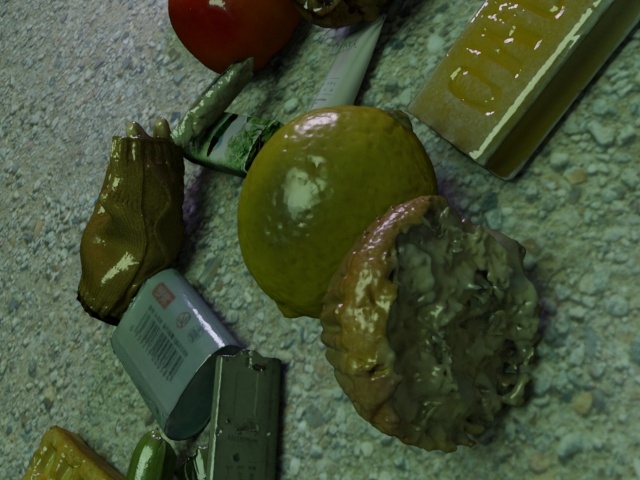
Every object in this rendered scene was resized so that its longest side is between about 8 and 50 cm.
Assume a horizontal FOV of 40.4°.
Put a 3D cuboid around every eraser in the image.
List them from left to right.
[{"bbox_3d":[-0.222,0.168,1.323,0.174,0.081,0.227,-58,44,9],"label":"eraser"}]

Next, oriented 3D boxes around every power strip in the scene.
[{"bbox_3d":[-0.103,0.277,1.157,0.092,0.034,0.267,3,64,-2],"label":"power strip"}]

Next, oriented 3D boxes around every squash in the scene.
[{"bbox_3d":[-0.253,0.385,1.235,0.069,0.069,0.238,6,83,44],"label":"squash"}]

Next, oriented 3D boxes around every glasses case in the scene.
[{"bbox_3d":[-0.142,-0.155,1.390,0.272,0.062,0.095,19,83,58],"label":"glasses case"}]

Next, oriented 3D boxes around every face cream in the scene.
[{"bbox_3d":[0.030,-0.229,1.311,0.092,0.058,0.243,1,66,58],"label":"face cream"}]

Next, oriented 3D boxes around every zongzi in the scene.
[{"bbox_3d":[-0.161,0.350,1.203,0.119,0.055,0.109,-48,56,44],"label":"zongzi"}]

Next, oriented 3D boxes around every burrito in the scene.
[{"bbox_3d":[-0.170,-0.224,1.398,0.188,0.045,0.058,-50,5,-3],"label":"burrito"}]

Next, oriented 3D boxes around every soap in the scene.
[{"bbox_3d":[0.249,-0.226,1.080,0.274,0.089,0.173,-54,45,9],"label":"soap"}]

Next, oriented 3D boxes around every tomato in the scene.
[{"bbox_3d":[-0.144,-0.405,1.474,0.260,0.180,0.259,-23,52,33],"label":"tomato"}]

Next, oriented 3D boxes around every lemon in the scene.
[{"bbox_3d":[0.022,-0.034,1.077,0.267,0.267,0.267,-21,56,35],"label":"lemon"}]

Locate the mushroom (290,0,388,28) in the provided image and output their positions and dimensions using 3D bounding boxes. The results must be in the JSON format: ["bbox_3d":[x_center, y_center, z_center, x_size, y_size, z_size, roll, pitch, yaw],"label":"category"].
[{"bbox_3d":[0.047,-0.446,1.302,0.263,0.195,0.283,-34,45,34],"label":"mushroom"}]

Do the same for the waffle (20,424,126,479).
[{"bbox_3d":[-0.384,0.417,1.362,0.274,0.057,0.167,20,83,46],"label":"waffle"}]

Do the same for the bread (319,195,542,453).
[{"bbox_3d":[0.109,0.089,0.926,0.149,0.274,0.274,-7,64,50],"label":"bread"}]

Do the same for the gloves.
[{"bbox_3d":[-0.305,-0.033,1.445,0.203,0.156,0.356,-137,58,-62],"label":"gloves"}]
